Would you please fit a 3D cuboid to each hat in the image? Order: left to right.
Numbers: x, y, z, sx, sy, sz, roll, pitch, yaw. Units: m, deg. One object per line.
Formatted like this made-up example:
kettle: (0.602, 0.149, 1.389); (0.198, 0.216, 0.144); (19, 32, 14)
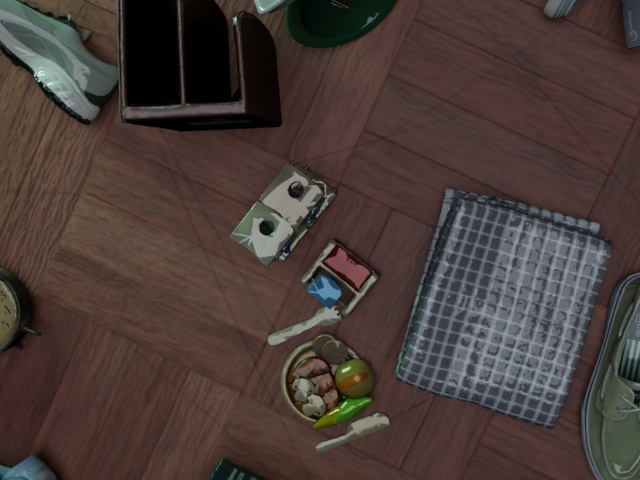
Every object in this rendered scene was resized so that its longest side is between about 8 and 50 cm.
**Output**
hat: (-0.019, -0.380, 1.516); (0.208, 0.173, 0.183); (-14, 52, -30)

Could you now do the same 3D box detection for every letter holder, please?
letter holder: (-0.148, -0.254, 1.426); (0.152, 0.302, 0.214); (-2, 93, 6)

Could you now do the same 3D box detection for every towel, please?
towel: (0.245, 0.087, 1.500); (0.235, 0.121, 0.284); (16, 95, 4)

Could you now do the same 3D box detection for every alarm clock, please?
alarm clock: (-0.493, 0.084, 1.603); (0.129, 0.064, 0.192); (-34, 92, 7)

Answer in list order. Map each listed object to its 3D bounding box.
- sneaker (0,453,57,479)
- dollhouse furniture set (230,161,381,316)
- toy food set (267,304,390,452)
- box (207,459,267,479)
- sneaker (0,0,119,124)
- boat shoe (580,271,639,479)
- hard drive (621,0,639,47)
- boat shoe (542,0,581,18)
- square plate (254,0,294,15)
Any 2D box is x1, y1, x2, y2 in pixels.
sneaker: (-0.404, 0.390, 1.579); (0.366, 0.135, 0.150); (21, 99, 3)
dollhouse furniture set: (0.000, 0.000, 1.511); (0.183, 0.129, 0.129); (39, 97, 5)
toy food set: (0.008, 0.199, 1.571); (0.132, 0.038, 0.192); (-25, 91, 7)
box: (-0.032, 0.626, 1.480); (0.471, 0.297, 0.480); (23, 96, 2)
sneaker: (-0.392, -0.285, 1.562); (0.271, 0.100, 0.108); (43, 83, -2)
boat shoe: (0.414, 0.193, 1.502); (0.109, 0.094, 0.302); (5, 94, 5)
hard drive: (0.468, -0.381, 1.433); (0.172, 0.054, 0.255); (-9, 105, -18)
boat shoe: (0.391, -0.373, 1.476); (0.081, 0.079, 0.227); (41, 93, 6)
square plate: (0.039, -0.475, 1.408); (0.347, 0.049, 0.344); (-32, 48, 19)
